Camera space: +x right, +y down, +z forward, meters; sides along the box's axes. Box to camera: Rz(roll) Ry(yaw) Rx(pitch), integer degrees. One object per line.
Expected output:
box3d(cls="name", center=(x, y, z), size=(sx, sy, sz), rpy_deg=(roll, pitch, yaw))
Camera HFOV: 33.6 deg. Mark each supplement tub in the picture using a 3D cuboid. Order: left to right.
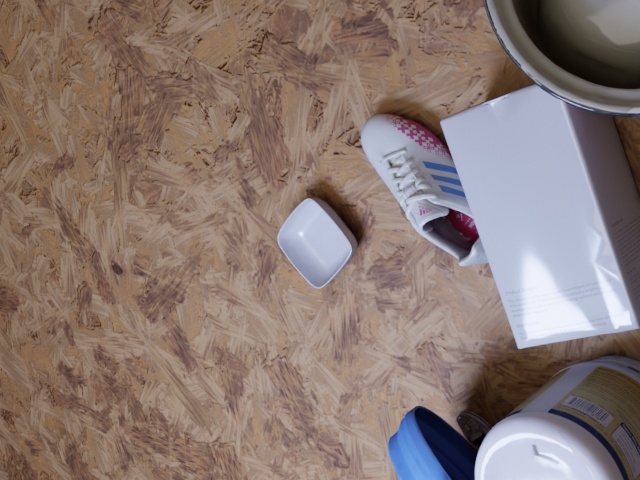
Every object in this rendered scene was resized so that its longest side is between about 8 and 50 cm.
box3d(cls="supplement tub", center=(0.398, 0.315, 1.595), size=(0.228, 0.316, 0.228), rpy_deg=(13, 112, 34))

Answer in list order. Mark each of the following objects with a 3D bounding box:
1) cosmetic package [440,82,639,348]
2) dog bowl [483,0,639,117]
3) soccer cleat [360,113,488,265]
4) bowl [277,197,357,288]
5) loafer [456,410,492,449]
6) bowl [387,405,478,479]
box3d(cls="cosmetic package", center=(0.358, -0.049, 1.611), size=(0.217, 0.156, 0.385), rpy_deg=(-14, 95, 39))
box3d(cls="dog bowl", center=(0.423, -0.355, 1.383), size=(0.407, 0.150, 0.408), rpy_deg=(-1, 87, 21))
box3d(cls="soccer cleat", center=(0.172, -0.088, 1.745), size=(0.331, 0.143, 0.116), rpy_deg=(44, 127, 18))
box3d(cls="bowl", center=(0.000, 0.000, 1.967), size=(0.142, 0.053, 0.142), rpy_deg=(50, 128, 12))
box3d(cls="loafer", center=(0.287, 0.351, 1.874), size=(0.125, 0.039, 0.045), rpy_deg=(41, 127, 19))
box3d(cls="bowl", center=(0.254, 0.440, 1.712), size=(0.077, 0.391, 0.391), rpy_deg=(-42, 76, 8))
